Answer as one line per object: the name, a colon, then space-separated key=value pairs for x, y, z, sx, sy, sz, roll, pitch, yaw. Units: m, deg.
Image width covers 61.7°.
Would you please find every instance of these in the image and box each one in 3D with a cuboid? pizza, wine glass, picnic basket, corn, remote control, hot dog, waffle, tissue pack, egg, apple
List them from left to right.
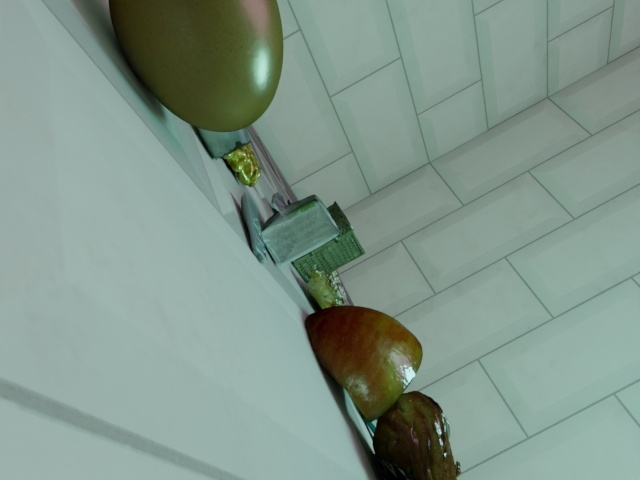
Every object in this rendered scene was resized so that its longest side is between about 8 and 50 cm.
egg: x=-0.183 y=-0.327 z=0.831 sx=0.250 sy=0.250 sz=0.322 roll=-101 pitch=168 yaw=-82
waffle: x=-0.239 y=-0.278 z=1.340 sx=0.309 sy=0.065 sz=0.283 roll=61 pitch=3 yaw=-24
wine glass: x=-0.196 y=-0.360 z=1.143 sx=0.096 sy=0.264 sz=0.309 roll=-15 pitch=-73 yaw=55
remote control: x=-0.135 y=-0.025 z=1.061 sx=0.050 sy=0.027 sz=0.184 roll=57 pitch=9 yaw=-40
tissue pack: x=-0.062 y=-0.051 z=1.260 sx=0.145 sy=0.159 sz=0.229 roll=60 pitch=3 yaw=-9
picnic basket: x=0.000 y=0.000 z=1.534 sx=0.154 sy=0.196 sz=0.134 roll=58 pitch=4 yaw=-44
corn: x=0.008 y=0.106 z=1.893 sx=0.092 sy=0.092 sz=0.280 roll=-103 pitch=169 yaw=-81
pizza: x=0.017 y=0.166 z=1.461 sx=0.287 sy=0.075 sz=0.280 roll=62 pitch=-4 yaw=-39
apple: x=0.091 y=0.238 z=1.150 sx=0.346 sy=0.254 sz=0.179 roll=-74 pitch=167 yaw=-83
hot dog: x=0.190 y=0.432 z=1.021 sx=0.196 sy=0.122 sz=0.272 roll=33 pitch=-42 yaw=61

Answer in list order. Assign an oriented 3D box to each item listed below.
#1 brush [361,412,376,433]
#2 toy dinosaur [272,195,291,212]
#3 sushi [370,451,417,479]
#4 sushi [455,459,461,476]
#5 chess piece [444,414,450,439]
brush: x=0.142 y=0.465 z=1.175 sx=0.193 sy=0.032 sz=0.043 roll=49 pitch=0 yaw=29
toy dinosaur: x=-0.116 y=-0.042 z=1.763 sx=0.187 sy=0.087 sz=0.179 roll=44 pitch=46 yaw=-24
sushi: x=0.177 y=0.525 z=0.919 sx=0.290 sy=0.050 sz=0.264 roll=60 pitch=-17 yaw=2
sushi: x=0.241 y=0.522 z=1.225 sx=0.172 sy=0.153 sz=0.150 roll=96 pitch=-10 yaw=-55
chess piece: x=0.309 y=0.605 z=1.684 sx=0.167 sy=0.167 sz=0.299 roll=62 pitch=-4 yaw=23
